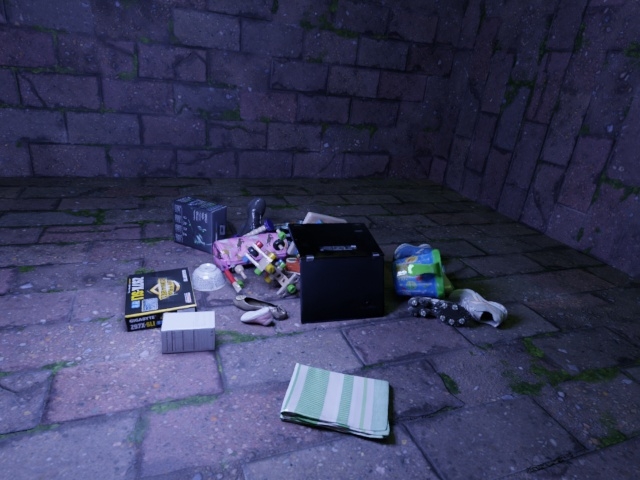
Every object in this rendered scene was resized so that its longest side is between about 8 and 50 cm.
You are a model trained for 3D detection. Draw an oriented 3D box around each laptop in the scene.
[{"bbox_3d":[0.065,0.126,1.826,0.383,0.236,0.407,-1,36,-18],"label":"laptop"}]

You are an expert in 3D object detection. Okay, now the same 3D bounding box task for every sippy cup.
[{"bbox_3d":[0.457,0.166,1.931,0.224,0.305,0.240,-7,39,13],"label":"sippy cup"}]

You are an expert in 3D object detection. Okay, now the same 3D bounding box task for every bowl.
[{"bbox_3d":[-0.521,0.158,1.893,0.170,0.080,0.170,5,24,-2],"label":"bowl"}]

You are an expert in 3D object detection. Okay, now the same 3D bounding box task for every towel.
[{"bbox_3d":[0.055,0.500,1.303,0.325,0.038,0.248,9,22,6],"label":"towel"}]

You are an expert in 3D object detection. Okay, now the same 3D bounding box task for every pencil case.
[{"bbox_3d":[-0.349,0.053,2.088,0.387,0.167,0.160,-11,-5,-35],"label":"pencil case"}]

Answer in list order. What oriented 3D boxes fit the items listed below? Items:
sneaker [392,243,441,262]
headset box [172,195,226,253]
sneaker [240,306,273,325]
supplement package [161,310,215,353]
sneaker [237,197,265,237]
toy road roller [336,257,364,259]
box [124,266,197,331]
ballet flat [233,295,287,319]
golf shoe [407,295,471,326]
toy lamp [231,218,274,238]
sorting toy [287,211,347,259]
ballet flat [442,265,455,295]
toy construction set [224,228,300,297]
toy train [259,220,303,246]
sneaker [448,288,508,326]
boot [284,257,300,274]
[{"bbox_3d":[0.538,0.093,2.267,0.330,0.129,0.147,-8,24,-30],"label":"sneaker"},{"bbox_3d":[-0.644,-0.085,2.215,0.283,0.246,0.131,15,25,21],"label":"headset box"},{"bbox_3d":[-0.251,0.317,1.647,0.135,0.070,0.051,-19,27,17],"label":"sneaker"},{"bbox_3d":[-0.472,0.328,1.475,0.180,0.105,0.105,1,25,-15],"label":"supplement package"},{"bbox_3d":[-0.369,-0.102,2.302,0.109,0.286,0.130,10,23,-32],"label":"sneaker"},{"bbox_3d":[0.125,0.123,2.039,0.329,0.240,0.202,44,42,-4],"label":"toy road roller"},{"bbox_3d":[-0.652,0.229,1.678,0.258,0.079,0.322,-9,27,-19],"label":"box"},{"bbox_3d":[-0.255,0.271,1.728,0.250,0.058,0.084,15,24,19],"label":"ballet flat"},{"bbox_3d":[0.529,0.297,1.825,0.273,0.105,0.120,13,14,15],"label":"golf shoe"},{"bbox_3d":[-0.382,-0.029,2.216,0.275,0.080,0.080,-27,14,20],"label":"toy lamp"},{"bbox_3d":[0.000,0.000,2.124,0.257,0.255,0.089,9,30,-40],"label":"sorting toy"},{"bbox_3d":[0.619,0.202,2.108,0.086,0.086,0.248,6,24,-1],"label":"ballet flat"},{"bbox_3d":[-0.241,0.157,1.843,0.309,0.257,0.237,-27,48,-20],"label":"toy construction set"},{"bbox_3d":[-0.212,-0.043,2.394,0.334,0.142,0.190,-9,14,-26],"label":"toy train"},{"bbox_3d":[0.703,0.305,1.862,0.263,0.099,0.121,20,31,31],"label":"sneaker"},{"bbox_3d":[-0.102,0.131,2.066,0.158,0.084,0.059,5,21,-7],"label":"boot"}]
